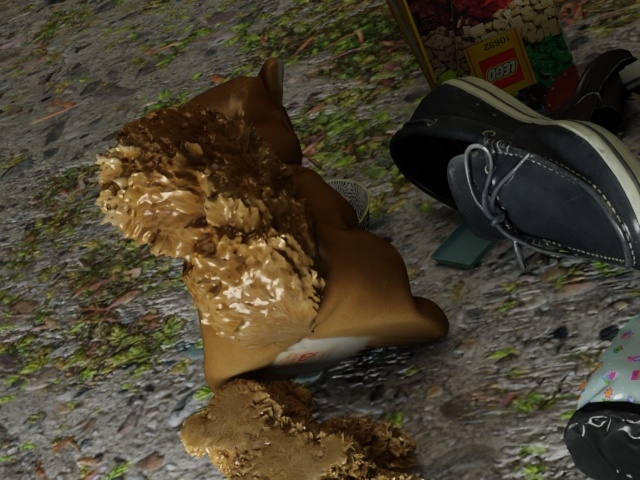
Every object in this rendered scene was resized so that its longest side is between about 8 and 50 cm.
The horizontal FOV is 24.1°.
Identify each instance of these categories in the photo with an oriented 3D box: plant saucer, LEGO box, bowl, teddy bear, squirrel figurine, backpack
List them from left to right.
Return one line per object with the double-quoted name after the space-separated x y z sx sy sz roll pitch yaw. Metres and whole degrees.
-0.077 -0.043 1.719 0.281 0.397 0.370 -23 68 14 "squirrel figurine"
-0.005 0.269 1.577 0.338 0.113 0.245 14 55 37 "teddy bear"
0.000 0.000 1.984 0.170 0.080 0.170 -18 32 11 "bowl"
0.183 -0.425 2.215 0.193 0.372 0.500 -23 31 4 "LEGO box"
0.221 -0.028 1.929 0.067 0.018 0.192 10 45 44 "plant saucer"
0.337 0.151 1.481 0.152 0.115 0.182 3 38 42 "backpack"

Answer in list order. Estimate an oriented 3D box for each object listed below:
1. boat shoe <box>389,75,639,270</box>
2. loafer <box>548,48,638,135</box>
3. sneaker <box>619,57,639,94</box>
0.244 -0.064 1.799 0.156 0.186 0.500 -32 32 -13 "boat shoe"
0.372 -0.169 1.990 0.078 0.080 0.220 18 56 37 "loafer"
0.476 -0.201 1.842 0.126 0.127 0.321 -31 3 -12 "sneaker"
